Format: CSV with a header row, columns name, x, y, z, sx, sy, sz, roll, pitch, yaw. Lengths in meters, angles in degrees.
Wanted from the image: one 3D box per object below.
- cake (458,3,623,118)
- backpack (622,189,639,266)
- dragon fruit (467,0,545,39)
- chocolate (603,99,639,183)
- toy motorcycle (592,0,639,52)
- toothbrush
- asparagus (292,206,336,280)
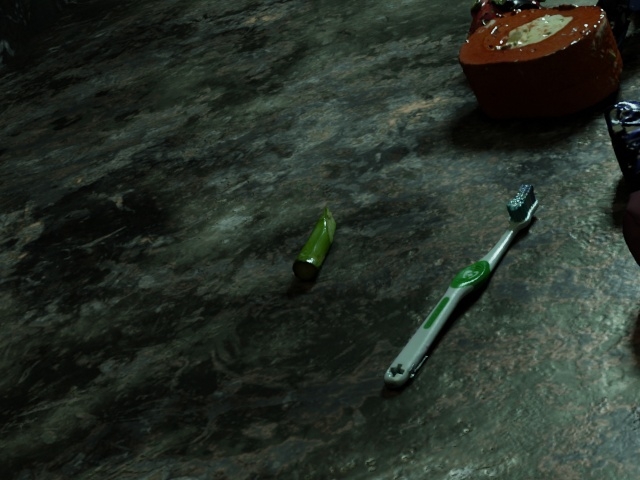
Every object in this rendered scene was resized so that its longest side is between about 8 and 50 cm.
name,x,y,z,sx,sy,sz,roll,pitch,yaw
cake,0.372,-0.300,1.971,0.283,0.151,0.177,10,52,45
backpack,0.491,-0.020,1.316,0.283,0.197,0.317,-24,26,-2
dragon fruit,0.358,-0.410,2.171,0.166,0.160,0.172,-44,27,7
chocolate,0.576,-0.148,1.595,0.343,0.126,0.148,-8,69,19
toy motorcycle,0.570,-0.477,2.090,0.125,0.213,0.358,29,50,17
toothbrush,0.200,0.060,1.558,0.042,0.040,0.418,5,42,39
asparagus,0.000,0.000,1.793,0.041,0.045,0.178,21,37,5
